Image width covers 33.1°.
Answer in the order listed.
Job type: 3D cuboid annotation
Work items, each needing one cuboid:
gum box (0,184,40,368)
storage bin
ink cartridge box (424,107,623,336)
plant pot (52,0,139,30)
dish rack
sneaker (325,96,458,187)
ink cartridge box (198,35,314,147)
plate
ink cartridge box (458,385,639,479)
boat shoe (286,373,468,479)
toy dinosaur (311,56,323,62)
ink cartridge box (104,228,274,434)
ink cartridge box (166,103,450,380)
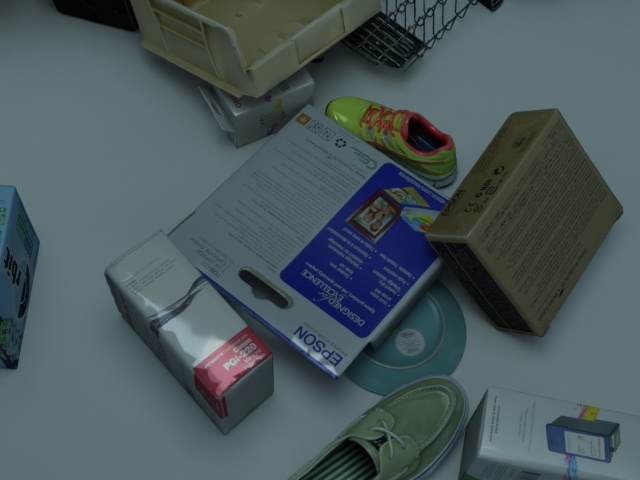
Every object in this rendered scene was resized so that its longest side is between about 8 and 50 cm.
[{"bbox_3d":[-0.399,0.048,1.347,0.041,0.157,0.184,3,64,-1],"label":"gum box"},{"bbox_3d":[-0.094,-0.342,1.493,0.260,0.123,0.262,31,58,35],"label":"storage bin"},{"bbox_3d":[0.269,-0.024,1.405,0.234,0.088,0.193,-52,120,-24],"label":"ink cartridge box"},{"bbox_3d":[-0.314,-0.418,1.580,0.188,0.188,0.167,16,76,4],"label":"plant pot"},{"bbox_3d":[0.128,-0.370,1.635,0.208,0.074,0.271,39,70,17],"label":"dish rack"},{"bbox_3d":[0.104,-0.158,1.512,0.209,0.094,0.081,25,67,11],"label":"sneaker"},{"bbox_3d":[-0.092,-0.206,1.527,0.143,0.090,0.092,-24,67,-13],"label":"ink cartridge box"},{"bbox_3d":[0.100,0.113,1.417,0.188,0.024,0.188,1,63,-3],"label":"plate"},{"bbox_3d":[0.283,0.259,1.282,0.212,0.154,0.093,12,62,4],"label":"ink cartridge box"},{"bbox_3d":[0.065,0.264,1.300,0.302,0.094,0.109,-37,72,-18],"label":"boat shoe"},{"bbox_3d":[-0.056,-0.285,1.607,0.082,0.090,0.047,28,85,44],"label":"toy dinosaur"},{"bbox_3d":[-0.158,0.114,1.327,0.092,0.158,0.218,-40,72,-18],"label":"ink cartridge box"},{"bbox_3d":[0.000,0.000,1.429,0.304,0.072,0.307,36,67,18],"label":"ink cartridge box"}]
